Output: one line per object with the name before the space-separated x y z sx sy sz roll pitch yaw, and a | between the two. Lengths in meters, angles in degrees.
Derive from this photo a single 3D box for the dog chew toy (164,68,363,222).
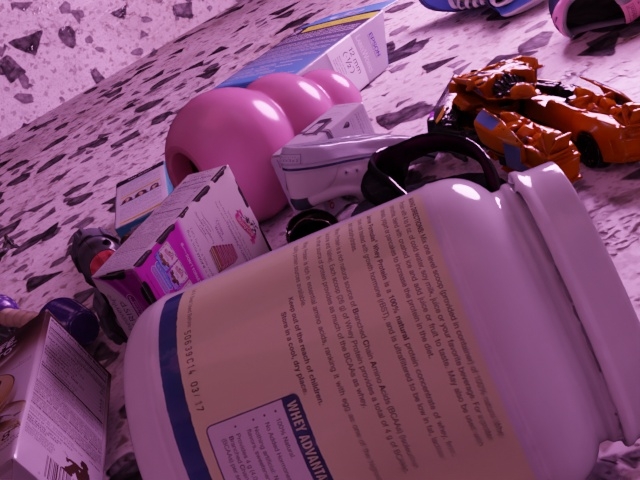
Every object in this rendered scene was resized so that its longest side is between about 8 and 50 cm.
dog chew toy | -0.068 -0.158 1.354 0.332 0.206 0.207 -33 23 -32

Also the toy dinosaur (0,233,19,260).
toy dinosaur | -0.631 0.043 1.682 0.118 0.064 0.268 -43 25 -1

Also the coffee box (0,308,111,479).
coffee box | -0.315 0.215 0.902 0.168 0.119 0.297 -36 23 3

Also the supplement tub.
supplement tub | 0.051 0.097 0.648 0.325 0.235 0.235 -23 24 9

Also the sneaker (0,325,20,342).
sneaker | -0.458 0.194 1.139 0.287 0.130 0.109 -9 30 -14

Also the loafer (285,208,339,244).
loafer | 0.000 0.000 1.092 0.080 0.078 0.220 -28 24 -3

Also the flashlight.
flashlight | -0.287 0.049 1.244 0.103 0.103 0.304 5 14 -28

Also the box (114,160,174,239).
box | -0.294 -0.059 1.538 0.101 0.060 0.244 -27 24 -1

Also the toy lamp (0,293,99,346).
toy lamp | -0.404 0.116 1.275 0.275 0.080 0.080 -3 33 46

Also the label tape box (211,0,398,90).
label tape box | -0.007 -0.342 1.763 0.249 0.115 0.348 1 33 46

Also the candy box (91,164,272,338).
candy box | -0.153 0.036 1.078 0.071 0.159 0.233 -10 28 31

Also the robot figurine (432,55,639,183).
robot figurine | 0.261 -0.151 1.085 0.211 0.085 0.291 -19 30 -13

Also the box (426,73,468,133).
box | 0.226 -0.190 1.268 0.116 0.029 0.162 7 37 20

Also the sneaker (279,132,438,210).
sneaker | 0.054 -0.093 1.201 0.258 0.091 0.094 -11 15 -35

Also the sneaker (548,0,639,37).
sneaker | 0.505 -0.386 1.361 0.319 0.112 0.131 -15 43 31

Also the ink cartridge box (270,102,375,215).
ink cartridge box | 0.015 -0.110 1.262 0.063 0.109 0.150 2 35 45

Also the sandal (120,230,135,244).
sandal | -0.201 0.009 1.186 0.060 0.090 0.219 -57 -12 -4

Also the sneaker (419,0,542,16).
sneaker | 0.310 -0.495 1.720 0.323 0.130 0.236 -8 25 26

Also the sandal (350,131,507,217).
sandal | 0.126 -0.059 0.953 0.168 0.107 0.446 -20 8 -6
